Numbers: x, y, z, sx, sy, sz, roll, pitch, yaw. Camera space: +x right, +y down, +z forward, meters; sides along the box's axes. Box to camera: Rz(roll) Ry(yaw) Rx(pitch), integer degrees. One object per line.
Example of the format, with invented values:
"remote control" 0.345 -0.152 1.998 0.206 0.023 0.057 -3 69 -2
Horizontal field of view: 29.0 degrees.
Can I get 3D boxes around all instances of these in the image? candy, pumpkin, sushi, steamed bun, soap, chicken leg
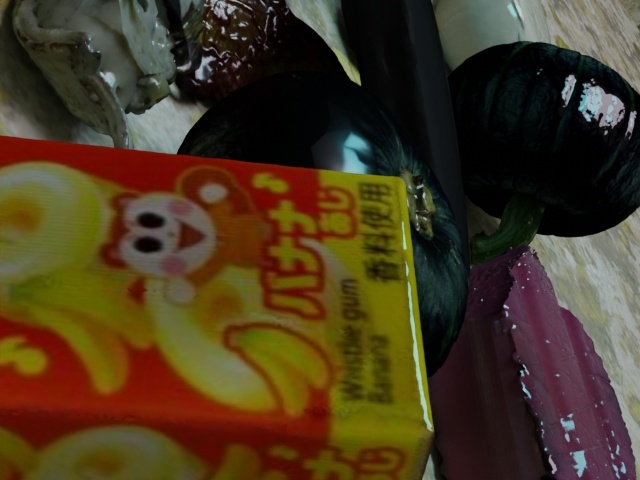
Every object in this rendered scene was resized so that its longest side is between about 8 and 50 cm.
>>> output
"candy" -0.101 0.034 0.481 0.276 0.088 0.146 6 45 -7
"pumpkin" 0.227 -0.077 1.314 0.248 0.248 0.248 44 29 -32
"sushi" -0.141 -0.157 0.807 0.134 0.109 0.273 52 39 -53
"steamed bun" 0.215 -0.270 1.574 0.177 0.131 0.228 62 20 -22
"soap" 0.174 0.130 1.072 0.182 0.112 0.289 38 32 -41
"chicken leg" -0.040 -0.123 0.991 0.322 0.083 0.177 50 34 -18
"pumpkin" 0.000 0.000 0.815 0.233 0.163 0.233 44 30 -35

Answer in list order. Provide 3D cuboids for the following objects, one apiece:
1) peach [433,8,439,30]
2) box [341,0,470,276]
"peach" 0.078 -0.223 1.302 0.101 0.101 0.100 44 29 -32
"box" 0.073 -0.117 1.047 0.290 0.073 0.289 -75 155 -73
